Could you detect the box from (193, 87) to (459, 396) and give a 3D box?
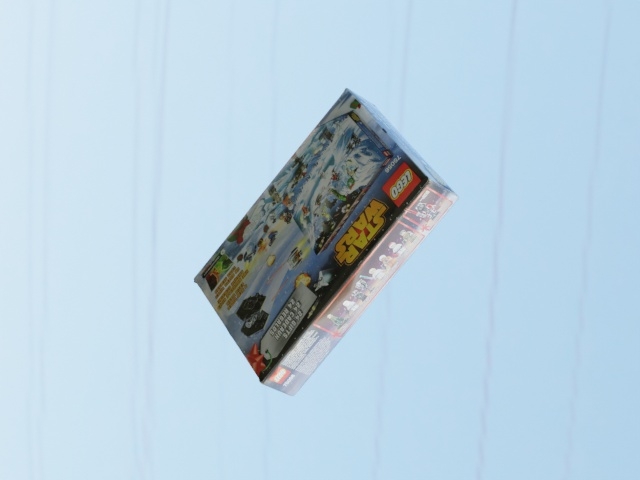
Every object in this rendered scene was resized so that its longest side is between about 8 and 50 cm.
[{"bbox_3d":[0.000,0.000,0.822,0.137,0.027,0.094,-50,-137,13],"label":"box"}]
